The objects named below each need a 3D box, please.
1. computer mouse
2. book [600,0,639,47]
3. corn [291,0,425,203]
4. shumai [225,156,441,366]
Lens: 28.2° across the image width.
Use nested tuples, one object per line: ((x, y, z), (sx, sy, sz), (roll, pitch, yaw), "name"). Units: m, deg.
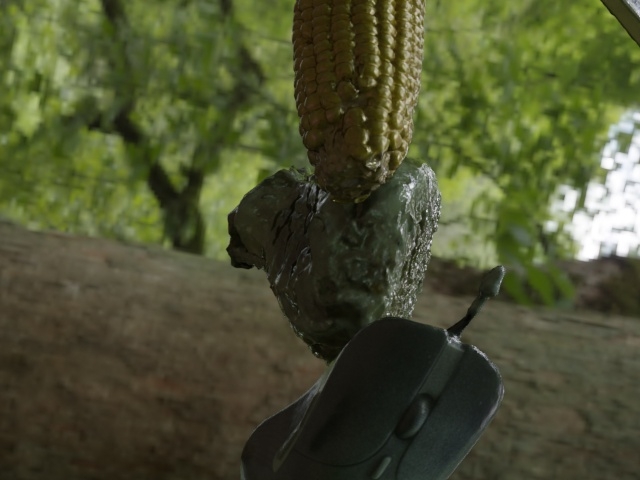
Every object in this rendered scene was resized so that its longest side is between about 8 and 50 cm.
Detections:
((0.055, 0.165, 1.121), (0.379, 0.167, 0.090), (-56, -161, 31), "computer mouse")
((0.402, -0.373, 1.471), (0.043, 0.260, 0.371), (-27, -158, 50), "book")
((0.036, -0.197, 1.191), (0.130, 0.130, 0.346), (111, -15, -57), "corn")
((0.000, 0.000, 1.299), (0.260, 0.222, 0.225), (91, 23, -68), "shumai")
